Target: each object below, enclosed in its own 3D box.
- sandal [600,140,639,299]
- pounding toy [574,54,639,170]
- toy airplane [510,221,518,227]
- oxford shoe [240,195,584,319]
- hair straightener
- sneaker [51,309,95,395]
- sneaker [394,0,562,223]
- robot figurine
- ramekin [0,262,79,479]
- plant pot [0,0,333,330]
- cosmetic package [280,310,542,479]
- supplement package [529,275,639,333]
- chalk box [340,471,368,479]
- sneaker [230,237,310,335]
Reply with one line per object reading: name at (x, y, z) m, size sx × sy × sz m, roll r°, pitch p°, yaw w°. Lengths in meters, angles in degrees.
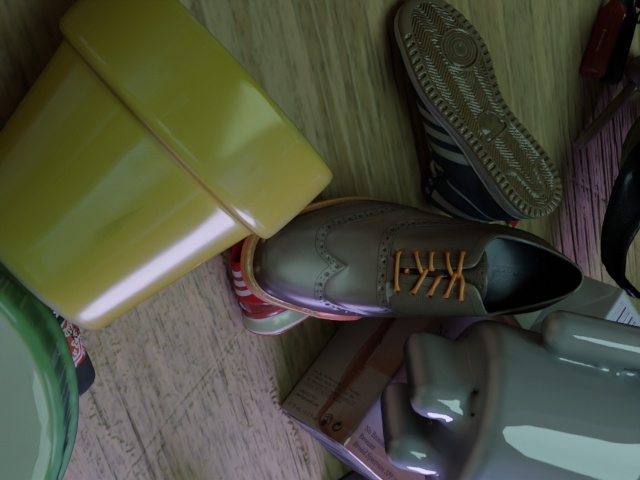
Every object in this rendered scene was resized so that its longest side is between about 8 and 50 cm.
sandal at (0.419, -0.065, 1.415) m, size 0.167 × 0.107 × 0.445 m, roll -18°, pitch 105°, yaw -72°
pounding toy at (0.475, -0.134, 1.531) m, size 0.237 × 0.110 × 0.183 m, roll 39°, pitch 90°, yaw -13°
toy airplane at (0.222, -0.062, 1.367) m, size 0.151 × 0.028 × 0.151 m, roll -15°, pitch 114°, yaw -36°
oxford shoe at (0.100, 0.020, 1.102) m, size 0.364 × 0.133 × 0.130 m, roll 0°, pitch 92°, yaw -24°
hair straightener at (0.412, -0.318, 1.432) m, size 0.089 × 0.047 × 0.230 m, roll 10°, pitch 95°, yaw -43°
sneaker at (-0.333, 0.119, 0.913) m, size 0.270 × 0.090 × 0.145 m, roll -30°, pitch 118°, yaw -28°
sneaker at (0.150, -0.136, 1.241) m, size 0.099 × 0.153 × 0.282 m, roll -35°, pitch 96°, yaw -21°
robot figurine at (0.244, 0.202, 1.131) m, size 0.354 × 0.199 × 0.300 m, roll 16°, pitch 123°, yaw -10°
ramekin at (-0.328, 0.135, 0.788) m, size 0.303 × 0.148 × 0.303 m, roll 0°, pitch 90°, yaw -16°
plant pot at (-0.159, -0.064, 0.901) m, size 0.239 × 0.254 × 0.254 m, roll -43°, pitch 131°, yaw 0°
cosmetic package at (0.113, 0.136, 1.272) m, size 0.296 × 0.129 × 0.153 m, roll -54°, pitch 126°, yaw -13°
supplement package at (0.258, 0.171, 1.366) m, size 0.262 × 0.204 × 0.145 m, roll -53°, pitch 131°, yaw -11°
chalk box at (0.097, 0.355, 1.347) m, size 0.132 × 0.132 × 0.213 m, roll -28°, pitch 122°, yaw -31°
sneaker at (0.000, 0.000, 1.158) m, size 0.221 × 0.087 × 0.128 m, roll -34°, pitch 127°, yaw -28°
